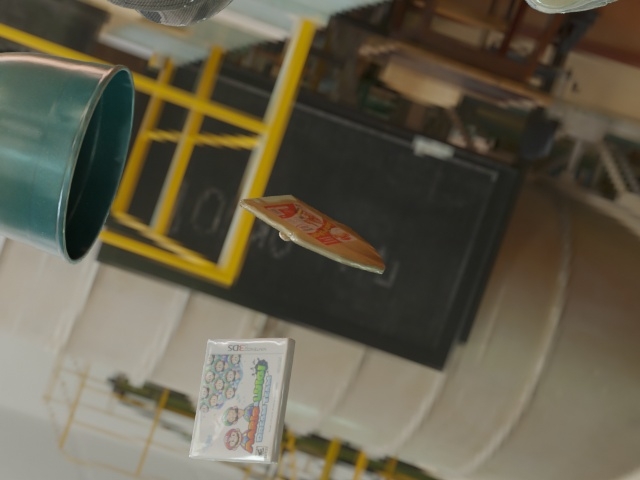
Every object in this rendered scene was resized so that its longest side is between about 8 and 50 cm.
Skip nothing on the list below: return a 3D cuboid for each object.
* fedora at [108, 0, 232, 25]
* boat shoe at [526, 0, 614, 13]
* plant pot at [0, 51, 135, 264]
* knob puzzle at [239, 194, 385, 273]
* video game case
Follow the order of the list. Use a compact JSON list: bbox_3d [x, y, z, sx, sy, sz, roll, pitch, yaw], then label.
[{"bbox_3d":[-0.151,-0.357,1.698,0.244,0.275,0.124,17,158,19],"label":"fedora"},{"bbox_3d":[0.282,-0.258,1.272,0.228,0.079,0.081,-19,-179,9],"label":"boat shoe"},{"bbox_3d":[-0.411,-0.130,1.942,0.255,0.271,0.271,15,180,4],"label":"plant pot"},{"bbox_3d":[0.000,0.000,1.982,0.213,0.030,0.213,26,-167,-7],"label":"knob puzzle"},{"bbox_3d":[-0.099,0.201,1.847,0.143,0.157,0.019,-4,162,40],"label":"video game case"}]
